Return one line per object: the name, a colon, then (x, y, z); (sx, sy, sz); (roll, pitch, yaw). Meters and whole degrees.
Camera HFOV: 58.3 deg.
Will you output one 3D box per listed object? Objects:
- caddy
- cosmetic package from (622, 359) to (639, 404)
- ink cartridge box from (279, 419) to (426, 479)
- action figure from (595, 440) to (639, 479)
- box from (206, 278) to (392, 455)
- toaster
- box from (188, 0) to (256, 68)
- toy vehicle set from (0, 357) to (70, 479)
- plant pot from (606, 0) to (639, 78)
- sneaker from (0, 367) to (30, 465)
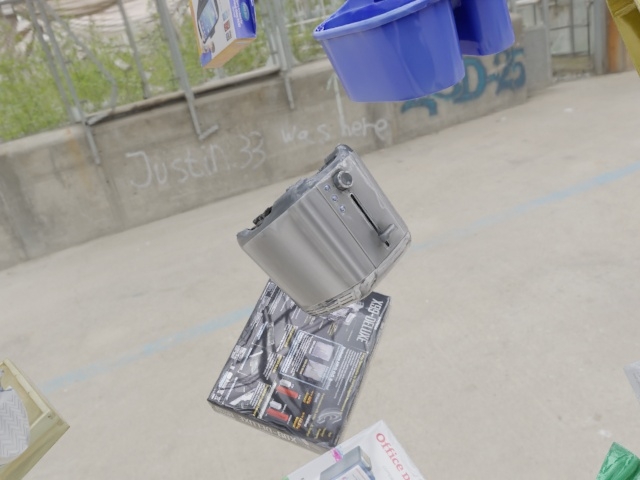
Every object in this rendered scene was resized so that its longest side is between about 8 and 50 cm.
caddy: (0.135, -0.349, 0.905); (0.241, 0.179, 0.341); (-36, 26, -19)
cosmetic package: (0.788, 0.365, 1.067); (0.097, 0.377, 0.284); (6, -34, -34)
ink cartridge box: (0.037, 0.364, 0.764); (0.212, 0.093, 0.154); (-19, 56, -28)
action figure: (0.417, 0.433, 0.847); (0.232, 0.063, 0.137); (-41, 72, -16)
box: (-0.029, 0.209, 1.063); (0.242, 0.077, 0.308); (16, 60, 15)
toaster: (0.000, 0.000, 0.690); (0.129, 0.146, 0.227); (-44, 6, -35)
box: (-0.109, -0.249, 0.637); (0.028, 0.081, 0.136); (-14, 6, -26)
toy vehicle set: (-0.434, 0.254, 0.739); (0.266, 0.035, 0.166); (7, 49, 52)
plant pot: (0.289, -0.188, 0.362); (0.187, 0.212, 0.212); (-23, 57, 30)
sneaker: (-0.382, 0.084, 0.401); (0.182, 0.316, 0.127); (-36, 9, -9)
